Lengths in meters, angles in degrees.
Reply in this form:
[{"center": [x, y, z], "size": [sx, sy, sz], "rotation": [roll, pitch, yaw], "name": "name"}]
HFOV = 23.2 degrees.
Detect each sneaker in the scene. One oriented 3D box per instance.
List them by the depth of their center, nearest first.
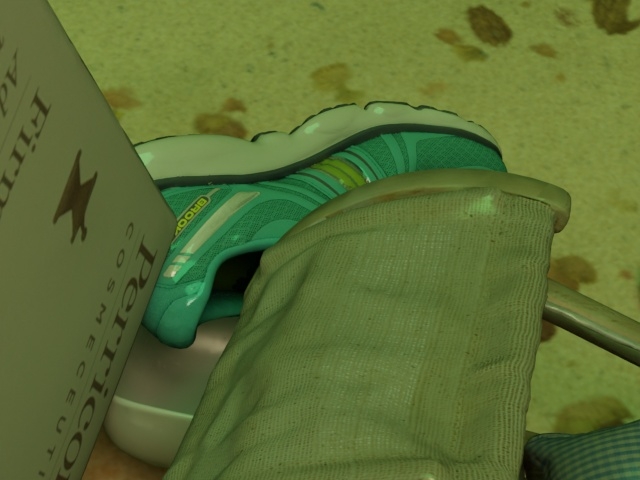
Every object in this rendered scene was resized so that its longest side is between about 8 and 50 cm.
[{"center": [0.000, 0.000, 0.859], "size": [0.275, 0.107, 0.110], "rotation": [-15, 52, -35], "name": "sneaker"}]

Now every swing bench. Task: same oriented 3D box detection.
[{"center": [0.075, 0.111, 0.641], "size": [0.255, 0.165, 0.253], "rotation": [42, 30, -13], "name": "swing bench"}]

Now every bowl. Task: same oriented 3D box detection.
[{"center": [-0.045, 0.079, 0.821], "size": [0.142, 0.053, 0.142], "rotation": [10, 25, 1], "name": "bowl"}]

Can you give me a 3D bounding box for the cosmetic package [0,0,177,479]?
[{"center": [-0.288, 0.029, 0.576], "size": [0.327, 0.393, 0.329], "rotation": [17, 76, 10], "name": "cosmetic package"}]
